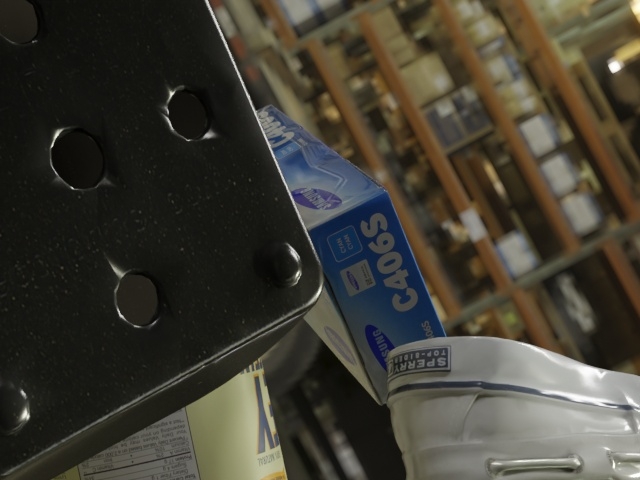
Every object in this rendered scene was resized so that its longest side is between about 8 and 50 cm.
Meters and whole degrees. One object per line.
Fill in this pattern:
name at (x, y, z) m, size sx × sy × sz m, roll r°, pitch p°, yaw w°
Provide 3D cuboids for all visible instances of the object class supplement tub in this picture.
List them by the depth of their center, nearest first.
supplement tub at (-0.148, 0.194, 1.360) m, size 0.235 × 0.235 × 0.325 m, roll 8°, pitch 69°, yaw -85°

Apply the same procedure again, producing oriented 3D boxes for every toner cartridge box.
toner cartridge box at (0.000, 0.000, 1.400) m, size 0.165 × 0.075 × 0.348 m, roll 66°, pitch -8°, yaw -21°

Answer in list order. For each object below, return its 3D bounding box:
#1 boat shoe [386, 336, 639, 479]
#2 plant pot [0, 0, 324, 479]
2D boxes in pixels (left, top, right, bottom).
boat shoe at (0.126, 0.112, 0.825) m, size 0.258 × 0.095 × 0.084 m, roll 15°, pitch 66°, yaw -39°
plant pot at (-0.114, -0.004, 0.475) m, size 0.167 × 0.188 × 0.187 m, roll -19°, pitch -84°, yaw 50°
